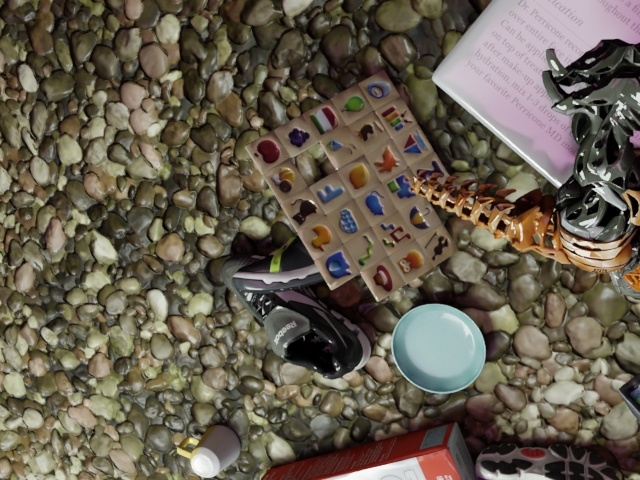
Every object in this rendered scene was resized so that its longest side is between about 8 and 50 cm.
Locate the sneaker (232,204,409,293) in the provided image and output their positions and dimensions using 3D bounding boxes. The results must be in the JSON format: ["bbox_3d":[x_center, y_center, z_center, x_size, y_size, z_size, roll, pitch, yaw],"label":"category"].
[{"bbox_3d":[0.000,0.000,0.818,0.234,0.084,0.097,-15,84,-10],"label":"sneaker"}]

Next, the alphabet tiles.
[{"bbox_3d":[0.055,-0.059,0.786,0.198,0.009,0.237,-31,88,-11],"label":"alphabet tiles"}]

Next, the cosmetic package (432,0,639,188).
[{"bbox_3d":[0.345,-0.260,0.624,0.230,0.161,0.453,43,111,6],"label":"cosmetic package"}]

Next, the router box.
[{"bbox_3d":[0.102,0.446,0.893,0.301,0.082,0.336,-22,93,21],"label":"router box"}]

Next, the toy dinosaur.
[{"bbox_3d":[0.247,-0.041,0.546,0.321,0.164,0.219,-7,118,-2],"label":"toy dinosaur"}]

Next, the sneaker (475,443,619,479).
[{"bbox_3d":[0.281,0.297,0.823,0.169,0.068,0.071,1,121,23],"label":"sneaker"}]

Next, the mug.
[{"bbox_3d":[-0.164,0.315,0.966,0.078,0.064,0.062,-22,94,22],"label":"mug"}]

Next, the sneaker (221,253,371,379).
[{"bbox_3d":[-0.042,0.098,0.858,0.234,0.106,0.078,37,109,8],"label":"sneaker"}]

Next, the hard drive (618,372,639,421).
[{"bbox_3d":[0.485,0.128,0.589,0.339,0.237,0.064,-38,126,5],"label":"hard drive"}]

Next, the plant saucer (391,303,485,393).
[{"bbox_3d":[0.151,0.136,0.846,0.119,0.021,0.119,4,103,18],"label":"plant saucer"}]
